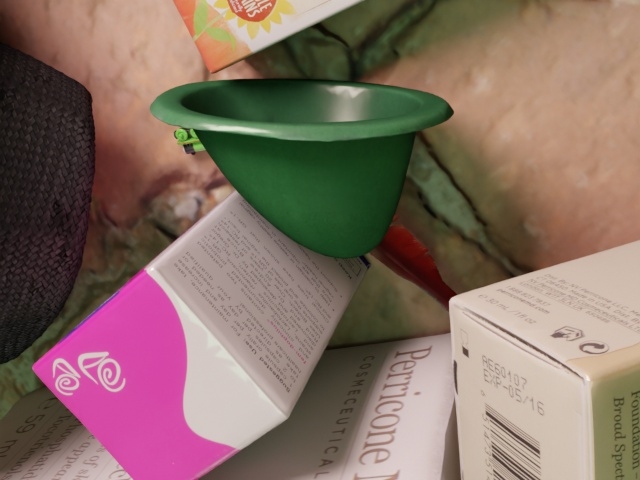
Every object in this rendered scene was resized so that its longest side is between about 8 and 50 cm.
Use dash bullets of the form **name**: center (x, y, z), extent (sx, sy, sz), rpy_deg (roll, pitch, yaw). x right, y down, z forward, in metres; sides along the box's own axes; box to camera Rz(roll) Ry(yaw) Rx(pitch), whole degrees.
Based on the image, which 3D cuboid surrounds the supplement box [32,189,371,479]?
- **supplement box**: center (-0.062, 0.045, 0.565), extent (0.111, 0.220, 0.114), rpy_deg (-37, 98, 24)

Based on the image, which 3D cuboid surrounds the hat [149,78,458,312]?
- **hat**: center (0.000, 0.000, 0.556), extent (0.208, 0.173, 0.183), rpy_deg (5, 110, 10)

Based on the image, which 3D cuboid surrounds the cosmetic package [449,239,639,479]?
- **cosmetic package**: center (0.231, 0.077, 0.472), extent (0.309, 0.113, 0.160), rpy_deg (-15, 110, -20)

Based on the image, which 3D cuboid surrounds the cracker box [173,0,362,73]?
- **cracker box**: center (0.003, -0.222, 0.529), extent (0.232, 0.067, 0.155), rpy_deg (-20, 105, 22)

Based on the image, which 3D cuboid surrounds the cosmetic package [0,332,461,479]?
- **cosmetic package**: center (-0.068, 0.297, 0.607), extent (0.394, 0.329, 0.327), rpy_deg (-10, 108, 17)

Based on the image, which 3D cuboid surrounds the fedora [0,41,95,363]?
- **fedora**: center (-0.246, -0.017, 0.600), extent (0.152, 0.334, 0.334), rpy_deg (14, 118, -25)

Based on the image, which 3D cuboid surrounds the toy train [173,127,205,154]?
- **toy train**: center (-0.066, -0.078, 0.631), extent (0.083, 0.017, 0.023), rpy_deg (-8, 119, 17)
